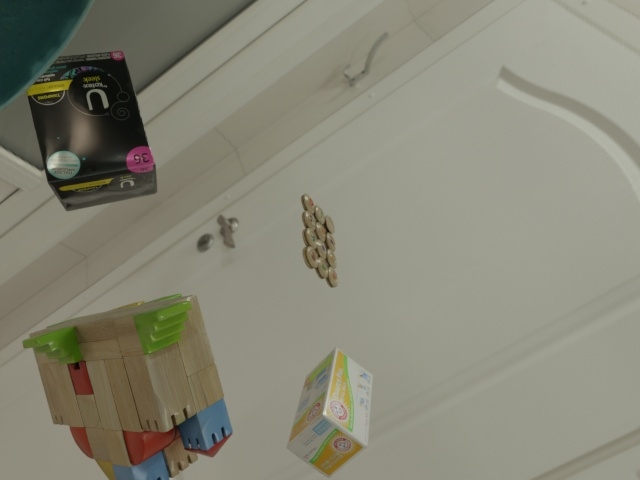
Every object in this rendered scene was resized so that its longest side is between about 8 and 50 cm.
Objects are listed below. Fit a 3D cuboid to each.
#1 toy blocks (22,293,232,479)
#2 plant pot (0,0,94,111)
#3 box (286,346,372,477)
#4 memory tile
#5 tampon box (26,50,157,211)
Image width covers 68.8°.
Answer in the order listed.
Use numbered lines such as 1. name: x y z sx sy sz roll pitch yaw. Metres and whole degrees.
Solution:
1. toy blocks: -0.269 0.231 0.666 0.190 0.381 0.261 -17 93 -54
2. plant pot: -0.269 -0.190 0.202 0.195 0.290 0.290 42 12 -4
3. box: 0.025 0.326 0.908 0.103 0.114 0.203 38 23 -7
4. memory tile: 0.000 0.000 0.795 0.113 0.012 0.148 47 31 -47
5. tampon box: -0.290 -0.138 0.599 0.161 0.120 0.101 71 -21 10
